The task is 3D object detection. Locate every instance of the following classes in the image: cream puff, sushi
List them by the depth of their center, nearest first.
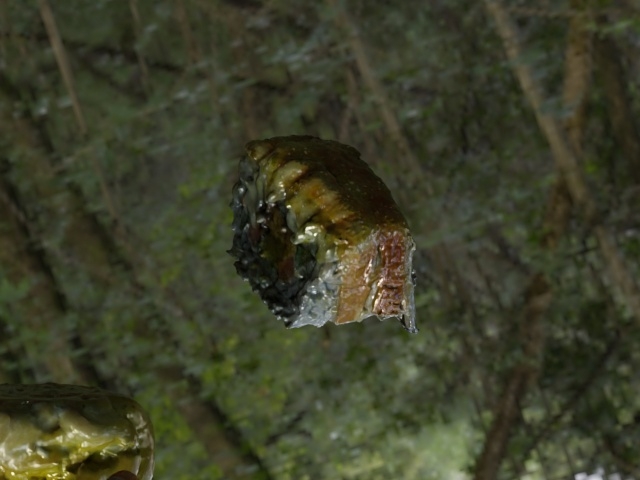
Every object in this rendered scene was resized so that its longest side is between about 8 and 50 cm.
[{"bbox_3d":[0.000,0.000,1.681,0.139,0.274,0.184,-5,131,-37],"label":"sushi"},{"bbox_3d":[-0.409,0.341,2.130,0.325,0.257,0.291,1,176,-12],"label":"cream puff"}]

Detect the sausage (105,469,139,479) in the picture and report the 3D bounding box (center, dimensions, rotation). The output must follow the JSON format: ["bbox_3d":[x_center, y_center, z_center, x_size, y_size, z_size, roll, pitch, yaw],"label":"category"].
[{"bbox_3d":[-0.313,0.382,1.847,0.053,0.053,0.348,-16,-167,23],"label":"sausage"}]
